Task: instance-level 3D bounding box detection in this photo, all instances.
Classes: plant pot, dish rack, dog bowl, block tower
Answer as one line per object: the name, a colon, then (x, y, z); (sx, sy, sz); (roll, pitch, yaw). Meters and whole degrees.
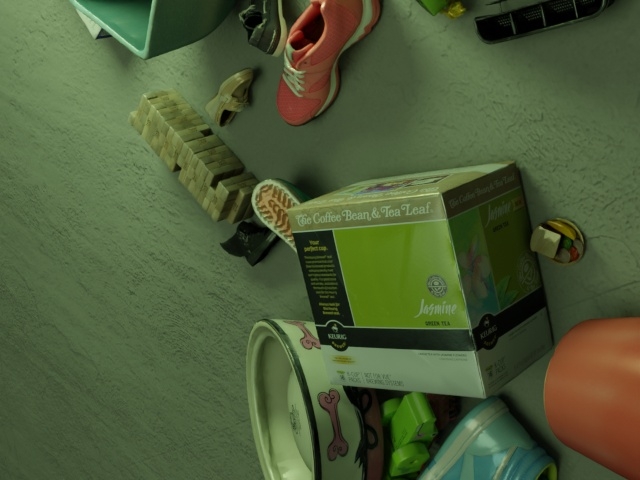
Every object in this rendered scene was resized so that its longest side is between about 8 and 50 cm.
plant pot: (0.464, 0.222, 1.261); (0.243, 0.275, 0.274); (7, 111, 52)
dish rack: (0.295, -0.428, 1.276); (0.208, 0.074, 0.271); (-5, 102, 44)
plant pot: (-0.275, -0.509, 1.667); (0.248, 0.252, 0.247); (39, 130, 26)
dog bowl: (-0.014, 0.338, 1.741); (0.408, 0.150, 0.408); (171, 90, -70)
block tower: (-0.262, -0.182, 1.906); (0.335, 0.091, 0.097); (46, 132, 20)

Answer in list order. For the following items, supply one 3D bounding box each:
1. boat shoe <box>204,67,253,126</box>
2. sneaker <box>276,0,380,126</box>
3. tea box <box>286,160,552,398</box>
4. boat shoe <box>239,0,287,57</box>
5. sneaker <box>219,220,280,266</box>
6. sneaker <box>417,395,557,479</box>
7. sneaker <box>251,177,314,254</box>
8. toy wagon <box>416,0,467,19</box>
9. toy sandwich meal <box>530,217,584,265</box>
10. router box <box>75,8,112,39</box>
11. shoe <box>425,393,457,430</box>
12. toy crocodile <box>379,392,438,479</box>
boat shoe: (-0.169, -0.279, 1.801); (0.059, 0.063, 0.170); (59, 145, 5)
sneaker: (-0.025, -0.322, 1.585); (0.116, 0.136, 0.314); (49, 134, 19)
tea box: (0.161, 0.060, 1.500); (0.329, 0.220, 0.323); (-3, 105, 45)
boat shoe: (-0.109, -0.399, 1.624); (0.075, 0.065, 0.206); (-61, 29, 34)
sneaker: (-0.140, -0.007, 1.883); (0.089, 0.051, 0.170); (50, 138, 8)
sneaker: (0.290, 0.445, 1.600); (0.208, 0.127, 0.319); (43, 132, 25)
sneaker: (0.000, 0.000, 1.721); (0.108, 0.121, 0.302); (-39, 87, 21)
toy wagon: (0.079, -0.442, 1.358); (0.068, 0.267, 0.344); (-44, 107, 10)
toy sandwich meal: (0.365, 0.003, 1.415); (0.086, 0.029, 0.085); (19, 119, 38)
router box: (-0.451, -0.644, 1.906); (0.301, 0.082, 0.335); (57, 135, 11)
shoe: (0.224, 0.281, 1.646); (0.081, 0.063, 0.178); (51, 139, 15)
toy crocodile: (0.153, 0.382, 1.671); (0.340, 0.105, 0.115); (103, 152, -46)
